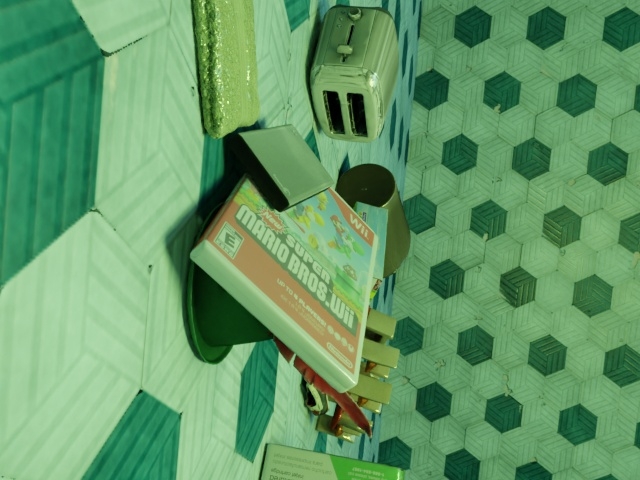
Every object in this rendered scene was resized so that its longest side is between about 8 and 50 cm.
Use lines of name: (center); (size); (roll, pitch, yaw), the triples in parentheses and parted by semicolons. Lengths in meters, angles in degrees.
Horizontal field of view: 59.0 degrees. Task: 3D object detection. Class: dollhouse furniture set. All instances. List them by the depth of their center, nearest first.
dollhouse furniture set: (0.064, 0.269, 1.199); (0.262, 0.135, 0.259); (109, 0, -53)

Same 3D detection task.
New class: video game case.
video game case: (-0.018, 0.005, 0.636); (0.204, 0.025, 0.285); (45, 28, -16)

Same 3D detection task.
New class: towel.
towel: (-0.089, -0.181, 0.562); (0.110, 0.027, 0.148); (-53, 147, -65)

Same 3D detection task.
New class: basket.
basket: (0.116, -0.055, 1.264); (0.227, 0.154, 0.204); (69, 28, -56)

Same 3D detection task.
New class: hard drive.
hard drive: (-0.041, -0.087, 0.651); (0.094, 0.022, 0.135); (54, 27, 0)

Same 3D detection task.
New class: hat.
hat: (-0.022, 0.065, 0.611); (0.173, 0.184, 0.208); (-70, 161, -49)

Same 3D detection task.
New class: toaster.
toaster: (0.057, -0.267, 0.952); (0.227, 0.129, 0.146); (75, 28, -62)

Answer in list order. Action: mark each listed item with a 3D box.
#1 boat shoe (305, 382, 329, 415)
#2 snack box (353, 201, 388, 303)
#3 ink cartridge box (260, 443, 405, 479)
boat shoe: (-0.009, 0.306, 1.100); (0.043, 0.049, 0.137); (-28, 147, -27)
snack box: (0.061, 0.061, 1.074); (0.207, 0.070, 0.174); (109, -7, -47)
ink cartridge box: (0.003, 0.474, 0.847); (0.121, 0.211, 0.289); (66, 32, -66)
